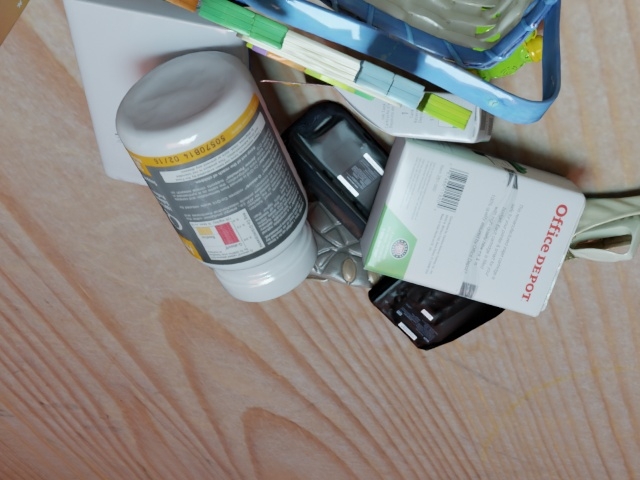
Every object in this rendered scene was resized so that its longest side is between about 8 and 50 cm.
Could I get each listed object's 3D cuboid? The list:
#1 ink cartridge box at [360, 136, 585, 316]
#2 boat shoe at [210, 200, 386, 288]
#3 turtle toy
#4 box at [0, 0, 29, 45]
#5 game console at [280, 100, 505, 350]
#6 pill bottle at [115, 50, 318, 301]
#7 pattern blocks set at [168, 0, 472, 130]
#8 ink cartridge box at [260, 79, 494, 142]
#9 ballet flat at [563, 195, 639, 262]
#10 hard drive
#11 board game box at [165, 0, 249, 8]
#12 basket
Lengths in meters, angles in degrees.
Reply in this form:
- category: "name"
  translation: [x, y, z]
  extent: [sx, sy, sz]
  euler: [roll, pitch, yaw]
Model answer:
- category: "ink cartridge box"
  translation: [0.175, -0.022, 1.153]
  extent: [0.219, 0.092, 0.160]
  euler: [16, 107, -6]
- category: "boat shoe"
  translation: [0.000, 0.000, 1.333]
  extent: [0.324, 0.123, 0.116]
  euler: [6, 179, 1]
- category: "turtle toy"
  translation: [0.166, -0.216, 0.980]
  extent: [0.095, 0.066, 0.130]
  euler: [-23, 129, 20]
- category: "box"
  translation: [-0.379, -0.281, 1.032]
  extent: [0.091, 0.170, 0.130]
  euler: [11, 146, 8]
- category: "game console"
  translation: [0.106, -0.031, 1.224]
  extent: [0.213, 0.044, 0.361]
  euler: [-41, 106, 14]
- category: "pill bottle"
  translation: [-0.108, -0.066, 1.135]
  extent: [0.162, 0.162, 0.278]
  euler: [-1, 136, 24]
- category: "pattern blocks set"
  translation: [-0.010, -0.152, 0.813]
  extent: [0.285, 0.026, 0.325]
  euler: [24, -171, 5]
- category: "ink cartridge box"
  translation: [0.067, -0.139, 1.052]
  extent: [0.224, 0.056, 0.181]
  euler: [5, -172, 14]
- category: "ballet flat"
  translation: [0.386, -0.015, 1.155]
  extent: [0.248, 0.086, 0.086]
  euler: [-9, 138, 33]
- category: "hard drive"
  translation: [-0.189, -0.172, 1.217]
  extent: [0.210, 0.040, 0.319]
  euler: [12, 146, 7]
- category: "board game box"
  translation: [-0.213, -0.278, 0.891]
  extent: [0.317, 0.046, 0.213]
  euler: [12, -174, -32]
- category: "basket"
  translation: [0.081, -0.238, 0.789]
  extent: [0.254, 0.289, 0.201]
  euler: [23, 144, -8]
